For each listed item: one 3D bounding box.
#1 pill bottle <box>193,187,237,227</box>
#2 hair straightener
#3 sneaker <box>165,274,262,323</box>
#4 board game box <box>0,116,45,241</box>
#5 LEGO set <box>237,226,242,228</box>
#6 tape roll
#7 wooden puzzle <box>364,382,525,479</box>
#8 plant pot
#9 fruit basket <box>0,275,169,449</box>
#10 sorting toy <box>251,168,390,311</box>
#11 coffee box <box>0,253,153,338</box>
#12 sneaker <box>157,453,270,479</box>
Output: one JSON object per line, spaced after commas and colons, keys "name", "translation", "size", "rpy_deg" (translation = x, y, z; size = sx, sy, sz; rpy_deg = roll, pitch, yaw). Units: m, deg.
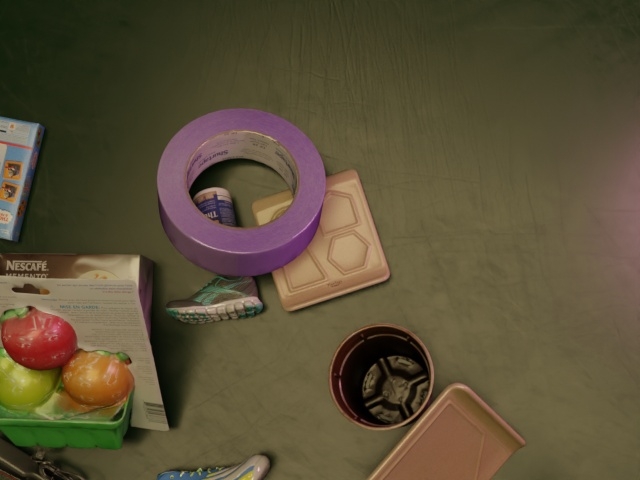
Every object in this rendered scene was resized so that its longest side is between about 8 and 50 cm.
{"name": "pill bottle", "translation": [-0.175, -0.024, 1.937], "size": [0.067, 0.067, 0.120], "rpy_deg": [-16, 64, 4]}
{"name": "hair straightener", "translation": [-0.474, 0.393, 1.919], "size": [0.230, 0.089, 0.047], "rpy_deg": [30, 48, 9]}
{"name": "sneaker", "translation": [-0.182, 0.097, 1.949], "size": [0.166, 0.065, 0.076], "rpy_deg": [-6, 66, 2]}
{"name": "board game box", "translation": [-0.592, -0.116, 2.021], "size": [0.160, 0.039, 0.212], "rpy_deg": [11, 84, 7]}
{"name": "LEGO set", "translation": [-0.135, 0.006, 1.965], "size": [0.083, 0.023, 0.054], "rpy_deg": [36, 88, 9]}
{"name": "tape roll", "translation": [-0.131, -0.081, 1.882], "size": [0.274, 0.090, 0.275], "rpy_deg": [3, 63, -5]}
{"name": "wooden puzzle", "translation": [0.191, 0.354, 1.819], "size": [0.239, 0.221, 0.044], "rpy_deg": [-46, 38, 1]}
{"name": "plant pot", "translation": [0.110, 0.231, 1.832], "size": [0.166, 0.165, 0.167], "rpy_deg": [-3, 74, 12]}
{"name": "fruit basket", "translation": [-0.423, 0.179, 1.830], "size": [0.326, 0.165, 0.353], "rpy_deg": [0, 126, 7]}
{"name": "sorting toy", "translation": [0.000, 0.000, 1.949], "size": [0.193, 0.038, 0.208], "rpy_deg": [-18, 77, 3]}
{"name": "coffee box", "translation": [-0.418, 0.096, 1.945], "size": [0.246, 0.098, 0.141], "rpy_deg": [1, 83, 6]}
{"name": "sneaker", "translation": [-0.202, 0.410, 1.888], "size": [0.240, 0.091, 0.126], "rpy_deg": [-41, 80, 0]}
